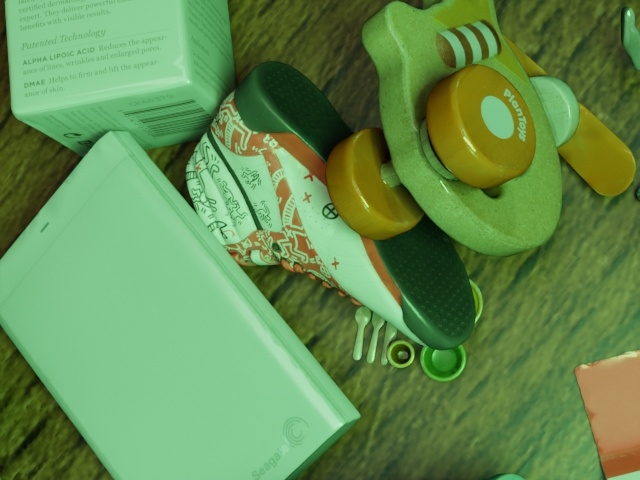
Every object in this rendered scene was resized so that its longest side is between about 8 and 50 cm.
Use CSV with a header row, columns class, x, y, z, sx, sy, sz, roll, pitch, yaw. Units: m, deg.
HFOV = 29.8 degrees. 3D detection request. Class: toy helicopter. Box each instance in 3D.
class,x,y,z,sx,sy,sz,roll,pitch,yaw
toy helicopter,0.126,-0.156,0.943,0.140,0.235,0.355,-29,58,45

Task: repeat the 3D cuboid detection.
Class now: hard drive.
class,x,y,z,sx,sy,sz,roll,pitch,yaw
hard drive,-0.135,0.090,0.988,0.203,0.040,0.307,-46,73,22

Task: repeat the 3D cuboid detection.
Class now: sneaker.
class,x,y,z,sx,sy,sz,roll,pitch,yaw
sneaker,0.000,-0.001,0.972,0.270,0.090,0.145,52,131,6

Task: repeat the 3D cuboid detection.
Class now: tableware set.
class,x,y,z,sx,sy,sz,roll,pitch,yaw
tableware set,0.084,0.035,0.992,0.104,0.024,0.154,9,82,12

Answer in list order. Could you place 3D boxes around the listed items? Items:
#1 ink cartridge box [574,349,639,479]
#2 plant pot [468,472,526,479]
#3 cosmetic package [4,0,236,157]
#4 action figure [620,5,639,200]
class,x,y,z,sx,sy,sz,roll,pitch,yaw
ink cartridge box,0.309,0.180,0.908,0.181,0.056,0.225,-16,79,8
plant pot,0.018,0.303,0.847,0.255,0.271,0.272,-6,79,24
cosmetic package,-0.165,-0.183,1.015,0.151,0.151,0.184,-9,78,10
action figure,0.403,-0.137,0.922,0.330,0.178,0.341,-8,49,4
